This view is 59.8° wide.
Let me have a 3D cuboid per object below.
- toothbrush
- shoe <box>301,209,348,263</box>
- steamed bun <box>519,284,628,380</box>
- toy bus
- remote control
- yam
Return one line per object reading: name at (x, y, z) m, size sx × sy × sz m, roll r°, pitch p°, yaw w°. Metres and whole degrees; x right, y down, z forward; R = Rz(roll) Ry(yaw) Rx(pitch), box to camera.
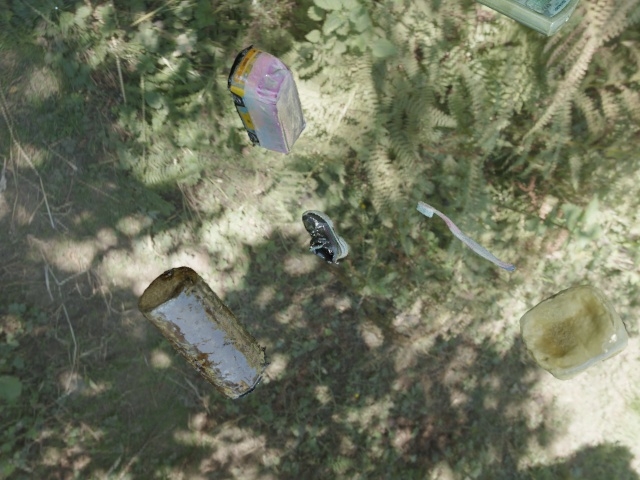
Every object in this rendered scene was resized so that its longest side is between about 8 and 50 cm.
toothbrush at (0.300, -0.012, 1.176) m, size 0.021 × 0.269 × 0.027 m, roll -13°, pitch 131°, yaw -36°
shoe at (0.000, 0.000, 1.493) m, size 0.169 × 0.071 × 0.099 m, roll 51°, pitch 40°, yaw -13°
steamed bun at (0.478, 0.172, 1.010) m, size 0.155 × 0.141 × 0.172 m, roll 16°, pitch 136°, yaw -40°
toy bus at (-0.151, -0.423, 1.712) m, size 0.386 × 0.162 × 0.171 m, roll 72°, pitch 40°, yaw -72°
remote control at (0.301, -0.415, 0.914) m, size 0.098 × 0.233 × 0.038 m, roll -45°, pitch 159°, yaw -23°
yam at (-0.205, 0.169, 1.019) m, size 0.131 × 0.131 × 0.280 m, roll -37°, pitch 125°, yaw -7°
